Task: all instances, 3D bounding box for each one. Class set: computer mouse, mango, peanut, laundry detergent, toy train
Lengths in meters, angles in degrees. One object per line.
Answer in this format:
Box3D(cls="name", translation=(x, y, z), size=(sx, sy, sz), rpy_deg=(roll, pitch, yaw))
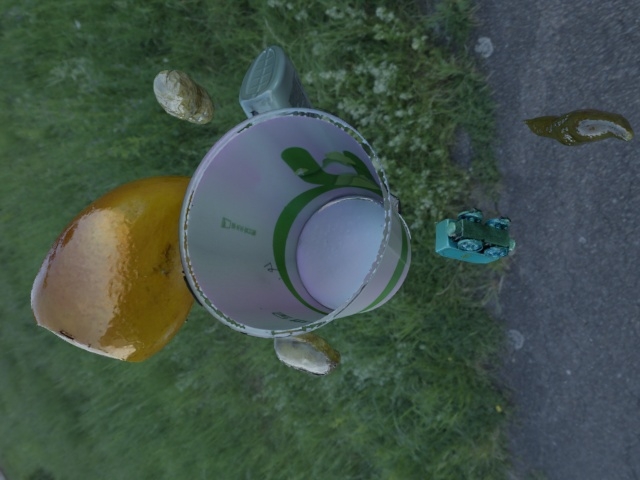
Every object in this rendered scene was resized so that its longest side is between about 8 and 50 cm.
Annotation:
Box3D(cls="computer mouse", translation=(0.212, -0.123, 1.561), size=(0.192, 0.106, 0.062), rpy_deg=(55, 180, 33))
Box3D(cls="mango", translation=(-0.242, 0.018, 0.593), size=(0.187, 0.257, 0.138), rpy_deg=(23, 166, -9))
Box3D(cls="peanut", translation=(-0.251, -0.261, 0.845), size=(0.080, 0.080, 0.174), rpy_deg=(55, -171, 7))
Box3D(cls="laundry detergent", translation=(-0.058, -0.302, 1.239), size=(0.125, 0.264, 0.398), rpy_deg=(-16, 138, 21))
Box3D(cls="toy train", translation=(0.426, -0.004, 1.262), size=(0.163, 0.203, 0.112), rpy_deg=(139, 142, -64))

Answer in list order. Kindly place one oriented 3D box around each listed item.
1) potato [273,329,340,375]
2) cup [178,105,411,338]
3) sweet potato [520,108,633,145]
Box3D(cls="potato", translation=(-0.034, 0.269, 1.096), size=(0.171, 0.080, 0.107), rpy_deg=(13, 117, 9))
Box3D(cls="cup", translation=(0.000, 0.000, 0.585), size=(0.253, 0.253, 0.274), rpy_deg=(45, -172, 25))
Box3D(cls="sweet potato", translation=(0.435, -0.196, 0.784), size=(0.274, 0.067, 0.067), rpy_deg=(-112, -2, -74))
